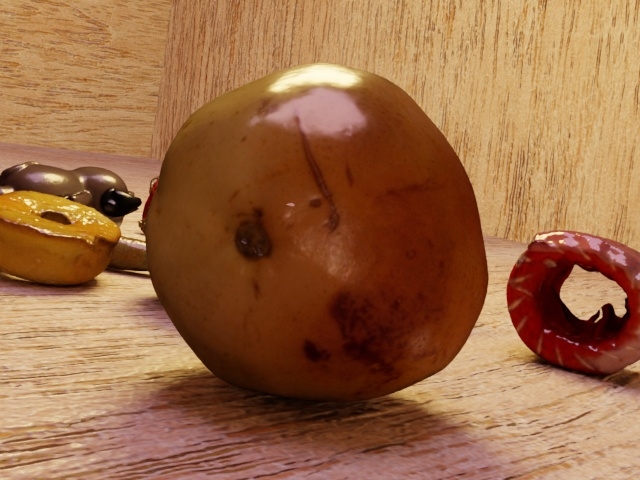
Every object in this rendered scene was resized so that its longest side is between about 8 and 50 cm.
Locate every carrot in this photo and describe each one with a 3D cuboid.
[{"bbox_3d":[-0.316,0.003,1.242,0.298,0.078,0.078,13,7,4],"label":"carrot"}]

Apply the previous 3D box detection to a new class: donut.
[{"bbox_3d":[-0.339,-0.002,1.122,0.174,0.075,0.190,14,12,-10],"label":"donut"}]

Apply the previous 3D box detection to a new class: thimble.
[{"bbox_3d":[0.331,0.076,1.120,0.189,0.163,0.125,28,14,24],"label":"thimble"}]

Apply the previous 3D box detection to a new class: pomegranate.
[{"bbox_3d":[0.000,0.000,0.799,0.319,0.319,0.319,9,7,-1],"label":"pomegranate"}]

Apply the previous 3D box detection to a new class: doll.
[{"bbox_3d":[-0.410,-0.063,1.429,0.257,0.117,0.182,3,11,-43],"label":"doll"}]

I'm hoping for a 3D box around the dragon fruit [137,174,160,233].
[{"bbox_3d":[-0.228,-0.054,1.631,0.161,0.121,0.127,18,15,27],"label":"dragon fruit"}]

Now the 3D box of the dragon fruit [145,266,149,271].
[{"bbox_3d":[-0.088,-0.014,1.088,0.274,0.193,0.192,-18,13,6],"label":"dragon fruit"}]
